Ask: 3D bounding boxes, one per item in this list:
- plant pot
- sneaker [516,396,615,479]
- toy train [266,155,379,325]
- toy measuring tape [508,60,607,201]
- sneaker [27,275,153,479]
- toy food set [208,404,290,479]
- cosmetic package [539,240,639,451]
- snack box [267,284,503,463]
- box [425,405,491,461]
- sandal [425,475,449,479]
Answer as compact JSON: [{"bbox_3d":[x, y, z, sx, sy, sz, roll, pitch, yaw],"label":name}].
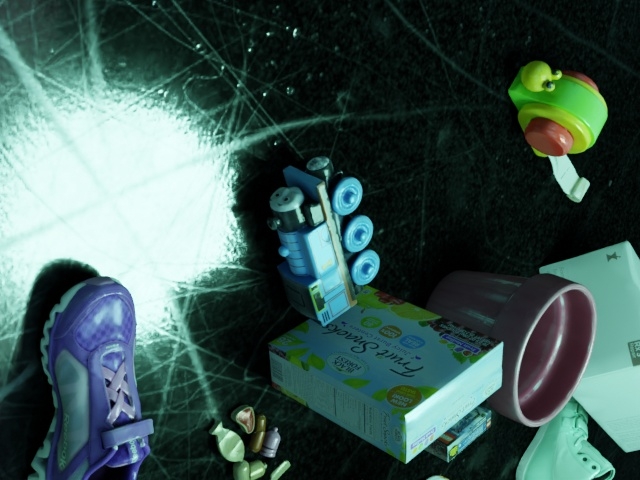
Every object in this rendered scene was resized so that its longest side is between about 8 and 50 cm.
[{"bbox_3d":[0.246,0.127,1.207,0.201,0.180,0.202,-21,121,-41],"label":"plant pot"},{"bbox_3d":[0.467,0.346,1.557,0.094,0.151,0.256,42,73,-45],"label":"sneaker"},{"bbox_3d":[0.000,0.000,0.971,0.105,0.080,0.184,-35,129,-25],"label":"toy train"},{"bbox_3d":[0.369,-0.145,1.281,0.121,0.121,0.330,-58,138,-13],"label":"toy measuring tape"},{"bbox_3d":[-0.194,0.152,0.801,0.095,0.104,0.237,-2,106,-45],"label":"sneaker"},{"bbox_3d":[-0.081,0.235,1.023,0.078,0.019,0.122,-41,124,-29],"label":"toy food set"},{"bbox_3d":[0.511,0.191,1.478,0.385,0.156,0.217,41,38,-45],"label":"cosmetic package"},{"bbox_3d":[0.073,0.142,1.006,0.174,0.207,0.070,-27,124,-37],"label":"snack box"},{"bbox_3d":[0.143,0.231,1.171,0.094,0.137,0.027,-27,124,-37],"label":"box"},{"bbox_3d":[0.223,0.436,1.386,0.265,0.076,0.102,28,84,-49],"label":"sandal"}]
